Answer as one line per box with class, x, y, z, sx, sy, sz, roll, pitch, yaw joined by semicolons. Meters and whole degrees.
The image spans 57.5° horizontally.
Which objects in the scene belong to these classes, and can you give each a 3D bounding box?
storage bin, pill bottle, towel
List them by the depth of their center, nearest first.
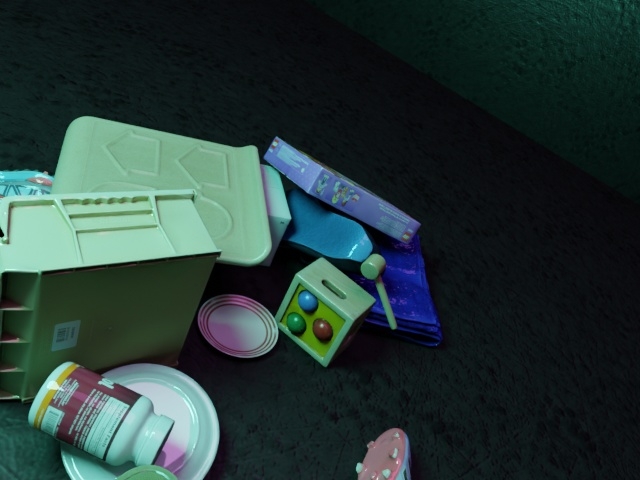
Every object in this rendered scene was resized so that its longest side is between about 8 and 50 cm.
pill bottle;-0.258;0.214;0.699;0.151;0.086;0.086;26;35;-1
storage bin;-0.298;0.074;0.778;0.260;0.262;0.123;-6;48;-37
towel;0.133;0.068;1.220;0.227;0.076;0.308;16;36;-16

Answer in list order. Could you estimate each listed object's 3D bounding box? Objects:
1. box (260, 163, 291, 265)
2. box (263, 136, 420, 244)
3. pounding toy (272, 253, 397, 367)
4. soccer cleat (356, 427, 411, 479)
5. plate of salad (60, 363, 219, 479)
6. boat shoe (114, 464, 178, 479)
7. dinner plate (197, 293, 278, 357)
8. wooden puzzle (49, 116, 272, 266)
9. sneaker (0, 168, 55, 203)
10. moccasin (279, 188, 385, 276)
box;-0.134;-0.056;1.164;0.090;0.130;0.171;10;37;-23
box;0.046;-0.101;1.198;0.293;0.057;0.201;25;11;-39
pounding toy;0.037;0.113;0.987;0.181;0.206;0.094;38;37;16
soccer cleat;0.100;0.376;0.816;0.095;0.083;0.248;51;25;-17
plate of salad;-0.234;0.255;0.768;0.199;0.048;0.200;12;46;-13
boat shoe;-0.263;0.352;0.570;0.113;0.104;0.302;30;33;31
dinner plate;-0.141;0.147;0.995;0.141;0.017;0.141;18;35;-13
wooden puzzle;-0.274;-0.077;1.011;0.347;0.081;0.322;6;41;-18
sneaker;-0.529;-0.049;0.958;0.261;0.104;0.125;10;55;-16
moccasin;0.000;0.000;1.166;0.117;0.138;0.342;45;-2;-36
